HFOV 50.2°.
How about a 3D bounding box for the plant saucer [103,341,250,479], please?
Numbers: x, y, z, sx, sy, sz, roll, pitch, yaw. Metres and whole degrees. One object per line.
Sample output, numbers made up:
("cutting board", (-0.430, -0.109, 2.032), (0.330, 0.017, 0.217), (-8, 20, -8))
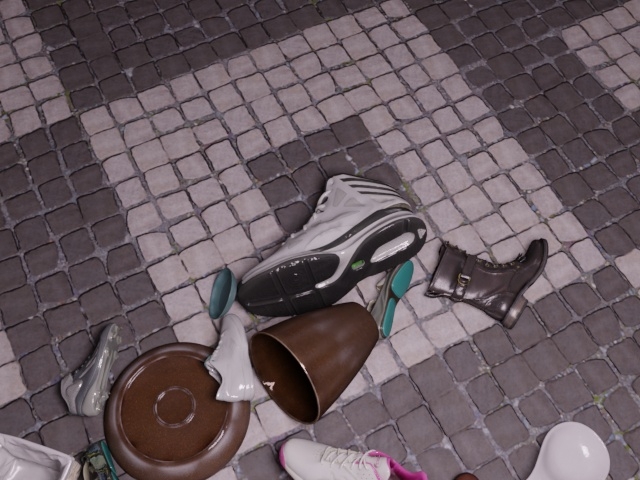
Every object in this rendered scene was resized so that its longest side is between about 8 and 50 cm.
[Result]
("plant saucer", (-0.303, 0.354, 1.433), (0.310, 0.050, 0.311), (0, 61, -1))

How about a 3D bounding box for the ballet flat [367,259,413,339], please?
("ballet flat", (0.149, 0.127, 1.557), (0.068, 0.072, 0.213), (3, 54, 35))

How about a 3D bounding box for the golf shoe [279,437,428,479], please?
("golf shoe", (0.070, 0.446, 1.332), (0.306, 0.140, 0.115), (23, 30, 7))

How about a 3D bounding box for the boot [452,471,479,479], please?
("boot", (0.271, 0.531, 1.223), (0.096, 0.280, 0.264), (20, 64, 9))

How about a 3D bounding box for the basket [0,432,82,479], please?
("basket", (-0.568, 0.461, 1.336), (0.167, 0.103, 0.113), (15, 63, 7))

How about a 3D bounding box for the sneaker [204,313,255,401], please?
("sneaker", (-0.201, 0.243, 1.442), (0.094, 0.080, 0.212), (-4, 46, -16))

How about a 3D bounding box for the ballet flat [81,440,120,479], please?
("ballet flat", (-0.422, 0.470, 1.329), (0.070, 0.070, 0.188), (-32, 34, -17))

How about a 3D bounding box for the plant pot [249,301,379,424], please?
("plant pot", (0.007, 0.230, 1.437), (0.230, 0.215, 0.215), (-31, 66, -33))

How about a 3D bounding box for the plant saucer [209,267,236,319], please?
("plant saucer", (-0.215, 0.121, 1.530), (0.021, 0.119, 0.119), (17, 59, -26))

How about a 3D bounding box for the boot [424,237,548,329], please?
("boot", (0.385, 0.060, 1.583), (0.228, 0.091, 0.263), (28, 67, 12))

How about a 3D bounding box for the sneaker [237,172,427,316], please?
("sneaker", (0.001, 0.001, 1.597), (0.447, 0.169, 0.258), (-23, 42, -3))

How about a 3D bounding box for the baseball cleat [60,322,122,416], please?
("baseball cleat", (-0.493, 0.270, 1.458), (0.109, 0.072, 0.206), (-1, 56, 9))

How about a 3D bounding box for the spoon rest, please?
("spoon rest", (0.464, 0.472, 1.372), (0.276, 0.084, 0.137), (-31, 67, -16))
